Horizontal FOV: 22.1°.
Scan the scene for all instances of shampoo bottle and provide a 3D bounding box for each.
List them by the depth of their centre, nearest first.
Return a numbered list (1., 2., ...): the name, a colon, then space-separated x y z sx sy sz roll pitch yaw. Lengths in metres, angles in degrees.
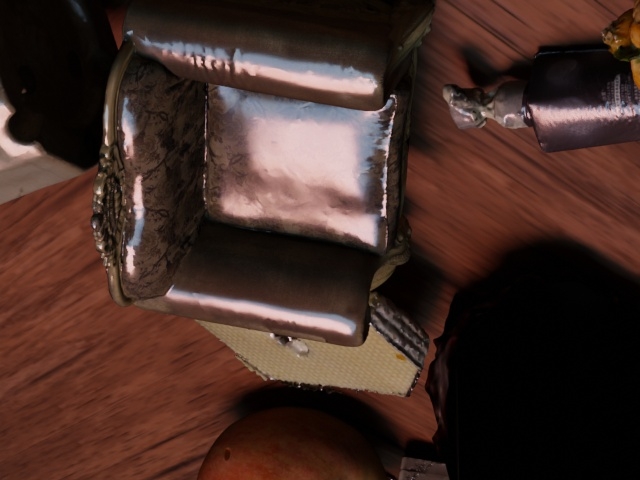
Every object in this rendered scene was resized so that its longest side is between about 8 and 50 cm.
1. shampoo bottle: 0.189 -0.100 1.133 0.207 0.057 0.063 -3 143 26

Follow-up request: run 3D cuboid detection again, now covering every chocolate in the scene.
1. chocolate: 0.174 0.125 1.410 0.206 0.224 0.177 -5 -169 -20

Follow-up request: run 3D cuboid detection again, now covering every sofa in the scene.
1. sofa: -0.037 -0.048 1.140 0.200 0.182 0.258 10 128 7

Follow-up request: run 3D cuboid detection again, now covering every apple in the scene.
1. apple: -0.031 0.260 1.653 0.174 0.188 0.188 13 152 38

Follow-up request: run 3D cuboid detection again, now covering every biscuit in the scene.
1. biscuit: 0.000 0.087 1.457 0.250 0.046 0.147 1 149 47

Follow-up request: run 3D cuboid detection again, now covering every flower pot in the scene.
1. flower pot: -0.297 -0.111 1.157 0.259 0.290 0.290 -14 139 22

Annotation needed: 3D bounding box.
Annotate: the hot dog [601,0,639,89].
1. hot dog: 0.302 -0.134 1.018 0.250 0.076 0.104 1 146 13

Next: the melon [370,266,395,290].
1. melon: 0.000 0.000 1.328 0.130 0.098 0.098 8 147 0

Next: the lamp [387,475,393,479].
1. lamp: 0.033 0.256 1.766 0.083 0.031 0.063 0 143 29

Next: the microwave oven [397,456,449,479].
1. microwave oven: 0.208 0.369 1.679 0.295 0.237 0.181 8 148 3
